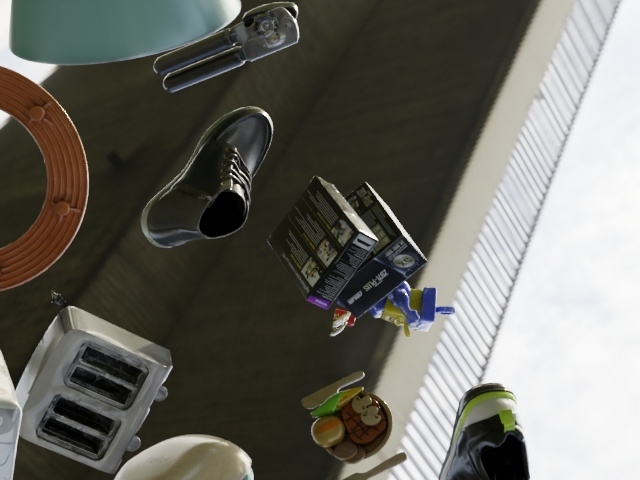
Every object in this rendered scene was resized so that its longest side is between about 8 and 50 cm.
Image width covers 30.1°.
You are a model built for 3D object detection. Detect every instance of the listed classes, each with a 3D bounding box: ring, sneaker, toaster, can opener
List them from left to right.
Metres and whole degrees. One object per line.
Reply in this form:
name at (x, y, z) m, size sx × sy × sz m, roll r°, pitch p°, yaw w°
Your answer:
ring at (-0.500, -0.086, 1.690) m, size 0.337 × 0.336 × 0.032 m, roll -34°, pitch -171°, yaw 3°
toaster at (-0.301, 0.188, 1.542) m, size 0.168 × 0.186 × 0.110 m, roll -61°, pitch -160°, yaw 3°
can opener at (-0.168, -0.361, 2.195) m, size 0.283 × 0.076 × 0.095 m, roll -19°, pitch -151°, yaw 18°
sneaker at (-0.101, -0.073, 1.391) m, size 0.118 × 0.083 × 0.222 m, roll 2°, pitch -132°, yaw 49°
sneaker at (0.182, 0.263, 1.308) m, size 0.084 × 0.234 × 0.097 m, roll -10°, pitch -143°, yaw -9°

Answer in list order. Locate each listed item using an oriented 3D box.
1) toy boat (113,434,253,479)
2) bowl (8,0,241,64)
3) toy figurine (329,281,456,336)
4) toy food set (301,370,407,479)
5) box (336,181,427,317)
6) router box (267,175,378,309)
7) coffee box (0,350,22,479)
toy boat at (-0.233, 0.396, 1.601) m, size 0.318 × 0.148 × 0.267 m, roll -40°, pitch -166°, yaw -28°
bowl at (-0.269, -0.358, 1.552) m, size 0.312 × 0.163 × 0.311 m, roll -6°, pitch -153°, yaw 3°
toy figurine at (0.148, 0.082, 2.156) m, size 0.217 × 0.362 × 0.191 m, roll 13°, pitch -107°, yaw 1°
toy food set at (0.052, 0.299, 1.925) m, size 0.132 × 0.038 × 0.192 m, roll -28°, pitch -126°, yaw -3°
box at (0.065, 0.013, 1.909) m, size 0.147 × 0.077 × 0.180 m, roll -40°, pitch -145°, yaw 6°
router box at (0.000, 0.000, 1.795) m, size 0.133 × 0.046 × 0.179 m, roll -53°, pitch -144°, yaw 13°
coffee box at (-0.443, 0.222, 0.934) m, size 0.338 × 0.334 × 0.337 m, roll -153°, pitch -107°, yaw -67°
